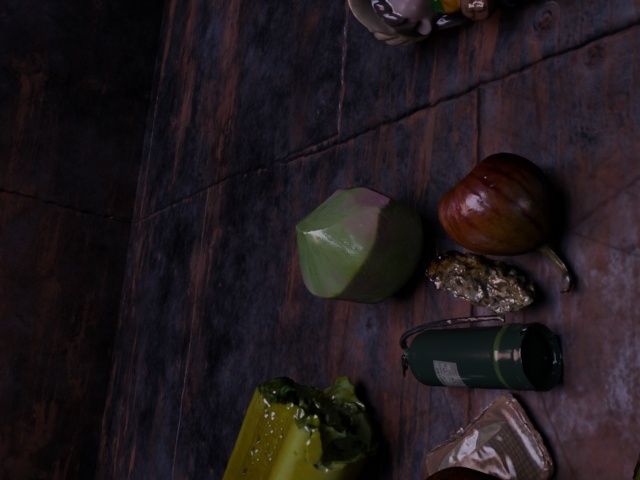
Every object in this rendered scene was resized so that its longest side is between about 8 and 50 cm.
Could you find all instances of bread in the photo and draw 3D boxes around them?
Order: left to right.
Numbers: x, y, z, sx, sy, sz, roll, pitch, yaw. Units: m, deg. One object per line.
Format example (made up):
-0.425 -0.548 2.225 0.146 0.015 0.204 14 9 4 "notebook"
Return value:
-0.048 0.428 1.097 0.251 0.208 0.377 48 119 54 "bread"

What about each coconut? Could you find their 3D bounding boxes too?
0.057 0.007 1.053 0.235 0.235 0.205 17 91 56 "coconut"

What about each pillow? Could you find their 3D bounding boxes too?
0.236 0.323 0.870 0.211 0.034 0.135 -55 40 29 "pillow"

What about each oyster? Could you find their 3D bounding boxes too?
0.238 0.054 0.887 0.177 0.105 0.056 43 144 52 "oyster"

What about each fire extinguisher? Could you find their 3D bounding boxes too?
0.209 0.173 0.906 0.294 0.093 0.118 -16 109 54 "fire extinguisher"

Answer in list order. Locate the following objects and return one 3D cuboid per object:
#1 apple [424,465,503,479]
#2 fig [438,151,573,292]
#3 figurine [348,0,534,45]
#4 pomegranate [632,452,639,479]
0.196 0.394 0.742 0.230 0.229 0.230 -23 62 51 "apple"
0.269 -0.045 0.852 0.201 0.148 0.150 14 128 19 "fig"
0.217 -0.437 1.050 0.332 0.204 0.185 9 86 28 "figurine"
0.355 0.234 0.443 0.285 0.340 0.285 -25 57 47 "pomegranate"
